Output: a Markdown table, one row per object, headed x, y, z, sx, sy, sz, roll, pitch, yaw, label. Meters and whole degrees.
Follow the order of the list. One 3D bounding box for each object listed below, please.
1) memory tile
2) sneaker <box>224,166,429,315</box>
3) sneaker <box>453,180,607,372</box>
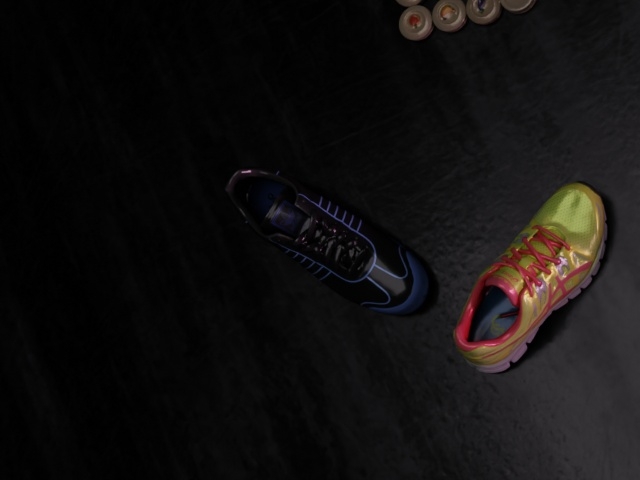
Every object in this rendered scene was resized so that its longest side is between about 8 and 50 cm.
| x | y | z | sx | sy | sz | roll | pitch | yaw | label |
| --- | --- | --- | --- | --- | --- | --- | --- | --- | --- |
| 0.142 | -0.269 | 1.495 | 0.148 | 0.012 | 0.113 | -12 | 78 | 22 | memory tile |
| 0.000 | 0.000 | 1.478 | 0.232 | 0.090 | 0.081 | 32 | 96 | 25 | sneaker |
| 0.196 | 0.035 | 1.383 | 0.081 | 0.094 | 0.208 | 34 | 96 | 26 | sneaker |
